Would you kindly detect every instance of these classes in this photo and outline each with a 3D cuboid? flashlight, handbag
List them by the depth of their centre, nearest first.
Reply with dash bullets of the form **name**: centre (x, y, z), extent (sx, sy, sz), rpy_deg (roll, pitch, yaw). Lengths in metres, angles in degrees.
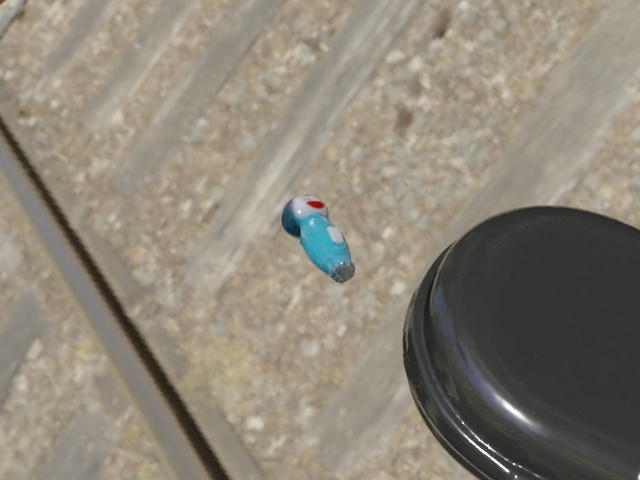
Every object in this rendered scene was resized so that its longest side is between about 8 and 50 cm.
- **handbag**: centre (0.206, 0.096, 0.964), extent (0.254, 0.308, 0.093), rpy_deg (-57, -10, -44)
- **flashlight**: centre (0.000, 0.000, 1.396), extent (0.051, 0.051, 0.129), rpy_deg (-48, 41, 12)

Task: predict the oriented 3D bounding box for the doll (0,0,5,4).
- **doll**: centre (-0.403, -0.335, 1.483), extent (0.130, 0.161, 0.290), rpy_deg (-40, 60, 6)
